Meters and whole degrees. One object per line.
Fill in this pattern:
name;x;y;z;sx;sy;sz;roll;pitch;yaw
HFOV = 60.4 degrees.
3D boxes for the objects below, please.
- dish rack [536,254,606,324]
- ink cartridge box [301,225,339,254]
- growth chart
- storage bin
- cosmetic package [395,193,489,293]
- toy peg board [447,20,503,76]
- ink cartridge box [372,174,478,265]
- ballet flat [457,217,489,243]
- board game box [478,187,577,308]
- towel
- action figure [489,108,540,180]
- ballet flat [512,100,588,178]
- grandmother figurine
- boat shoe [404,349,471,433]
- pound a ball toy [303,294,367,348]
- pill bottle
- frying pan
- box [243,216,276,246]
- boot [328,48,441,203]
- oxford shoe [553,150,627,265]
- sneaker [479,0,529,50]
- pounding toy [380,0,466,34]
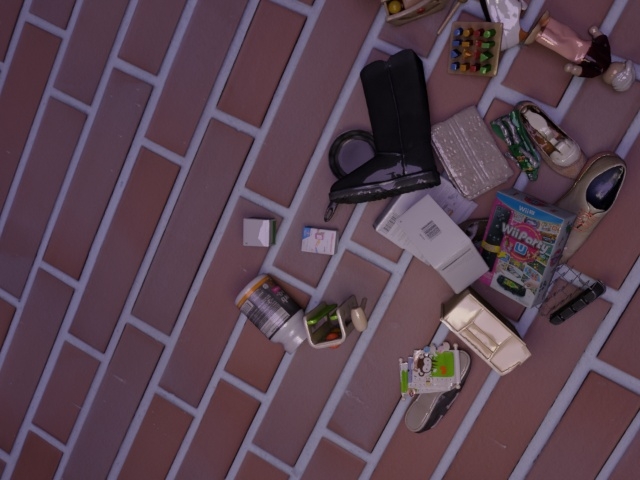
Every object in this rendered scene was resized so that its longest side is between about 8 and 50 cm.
dish rack;0.724;0.125;1.742;0.271;0.074;0.208;47;133;13
ink cartridge box;0.000;0.000;1.958;0.123;0.052;0.088;6;96;12
growth chart;0.370;0.442;1.874;0.237;0.021;0.171;-21;63;30
storage bin;0.518;0.275;1.745;0.260;0.262;0.123;44;101;7
cosmetic package;0.380;0.013;1.705;0.138;0.225;0.224;-39;52;7
toy peg board;0.475;-0.599;1.728;0.161;0.079;0.161;14;119;27
ink cartridge box;0.353;-0.087;1.861;0.239;0.060;0.275;33;103;-16
ballet flat;0.550;-0.036;1.812;0.250;0.058;0.084;-12;99;14
board game box;0.613;0.020;1.681;0.224;0.098;0.303;33;124;40
towel;0.487;-0.284;1.796;0.187;0.049;0.282;-28;86;-2
action figure;0.632;-0.291;1.750;0.064;0.137;0.232;-35;98;-17
ballet flat;0.721;-0.313;1.722;0.316;0.106;0.107;46;103;6
grandmother figurine;0.806;-0.571;1.677;0.342;0.104;0.207;34;82;4
boat shoe;0.414;0.519;1.891;0.335;0.096;0.112;-56;46;8
pound a ball toy;0.081;0.273;1.823;0.208;0.319;0.135;-14;92;14
pill bottle;-0.160;0.264;1.966;0.278;0.162;0.162;44;103;6
frying pan;0.120;-0.221;1.907;0.198;0.053;0.325;4;96;13
box;-0.220;-0.031;1.991;0.102;0.087;0.101;3;96;14
boot;0.179;-0.363;1.794;0.367;0.146;0.444;-10;82;14
oxford shoe;0.795;-0.084;1.689;0.141;0.146;0.396;23;111;7
sneaker;0.574;-0.755;1.729;0.123;0.106;0.290;-20;101;12
pounding toy;0.340;-0.745;1.755;0.270;0.154;0.154;-15;91;15
